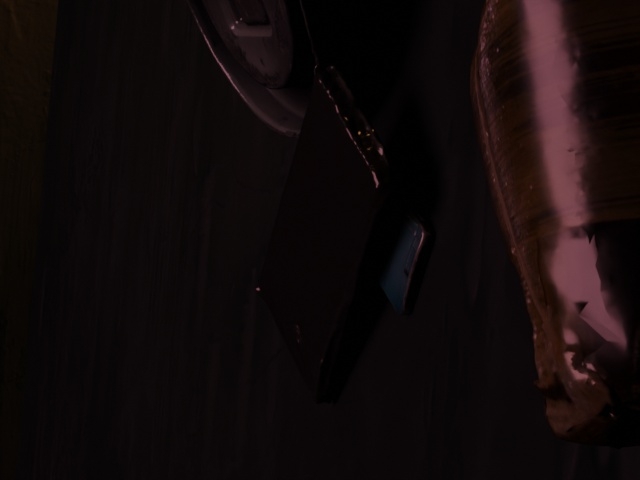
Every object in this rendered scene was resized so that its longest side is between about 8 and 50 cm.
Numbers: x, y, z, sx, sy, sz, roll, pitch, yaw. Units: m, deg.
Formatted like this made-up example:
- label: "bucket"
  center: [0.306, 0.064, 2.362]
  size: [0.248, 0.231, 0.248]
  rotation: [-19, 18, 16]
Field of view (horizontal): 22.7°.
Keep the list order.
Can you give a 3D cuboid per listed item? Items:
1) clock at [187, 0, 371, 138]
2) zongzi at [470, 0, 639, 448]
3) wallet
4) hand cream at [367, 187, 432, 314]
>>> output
- label: "clock"
  center: [-0.056, -0.243, 1.414]
  size: [0.312, 0.061, 0.313]
  rotation: [54, 159, 31]
- label: "zongzi"
  center: [0.148, -0.020, 0.904]
  size: [0.288, 0.134, 0.286]
  rotation: [118, 150, -76]
- label: "wallet"
  center: [0.001, 0.000, 1.345]
  size: [0.285, 0.030, 0.146]
  rotation: [106, 147, -45]
- label: "hand cream"
  center: [0.038, -0.027, 1.334]
  size: [0.224, 0.048, 0.083]
  rotation: [-124, 43, -53]
